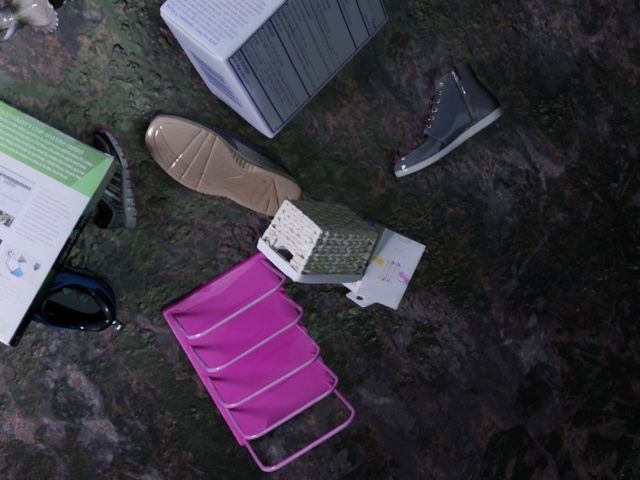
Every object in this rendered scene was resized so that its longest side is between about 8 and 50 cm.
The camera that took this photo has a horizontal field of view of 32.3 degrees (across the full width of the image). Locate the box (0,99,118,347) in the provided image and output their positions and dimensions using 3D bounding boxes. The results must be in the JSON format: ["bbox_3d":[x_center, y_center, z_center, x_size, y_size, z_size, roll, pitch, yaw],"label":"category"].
[{"bbox_3d":[-0.484,-0.033,1.663,0.232,0.058,0.322,28,82,2],"label":"box"}]

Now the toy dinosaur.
[{"bbox_3d":[-0.390,-0.424,1.629,0.121,0.160,0.313,23,94,-23],"label":"toy dinosaur"}]

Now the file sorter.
[{"bbox_3d":[-0.095,0.206,1.857,0.202,0.182,0.290,-31,110,-11],"label":"file sorter"}]

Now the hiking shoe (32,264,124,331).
[{"bbox_3d":[-0.456,0.067,1.725,0.304,0.132,0.113,14,96,-22],"label":"hiking shoe"}]

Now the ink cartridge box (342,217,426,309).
[{"bbox_3d":[0.103,0.048,1.943,0.090,0.092,0.143,23,94,-23],"label":"ink cartridge box"}]

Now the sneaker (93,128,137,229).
[{"bbox_3d":[-0.345,-0.092,1.768,0.075,0.063,0.170,-17,111,-22],"label":"sneaker"}]

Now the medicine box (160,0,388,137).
[{"bbox_3d":[-0.060,-0.348,1.699,0.289,0.149,0.263,-47,156,-6],"label":"medicine box"}]

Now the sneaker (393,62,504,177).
[{"bbox_3d":[0.201,-0.209,1.942,0.222,0.083,0.118,-35,92,-2],"label":"sneaker"}]

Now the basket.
[{"bbox_3d":[0.000,0.000,1.844,0.167,0.113,0.103,4,119,-49],"label":"basket"}]

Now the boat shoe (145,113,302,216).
[{"bbox_3d":[-0.160,-0.131,1.812,0.285,0.092,0.102,23,112,-25],"label":"boat shoe"}]
